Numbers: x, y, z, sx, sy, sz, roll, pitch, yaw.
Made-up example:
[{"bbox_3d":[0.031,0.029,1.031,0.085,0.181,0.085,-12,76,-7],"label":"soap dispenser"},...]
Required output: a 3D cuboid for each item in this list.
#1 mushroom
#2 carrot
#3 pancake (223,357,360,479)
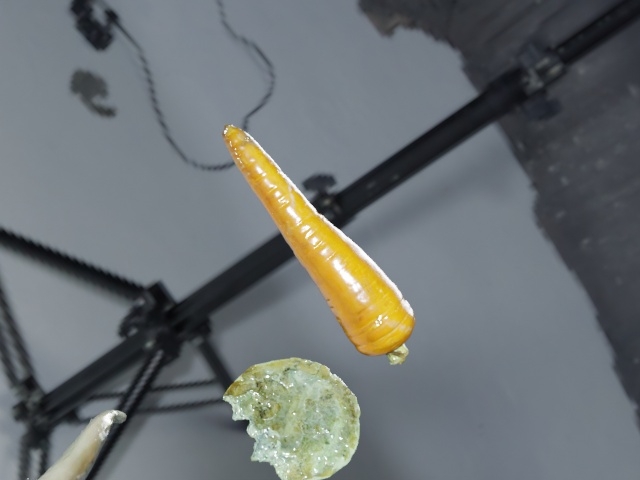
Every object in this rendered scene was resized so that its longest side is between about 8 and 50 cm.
[{"bbox_3d":[-0.183,0.132,0.810,0.306,0.043,0.068,16,93,-67],"label":"mushroom"},{"bbox_3d":[0.000,0.000,1.235,0.257,0.061,0.061,54,36,-3],"label":"carrot"},{"bbox_3d":[-0.021,0.165,1.346,0.116,0.023,0.129,-18,63,-20],"label":"pancake"}]
